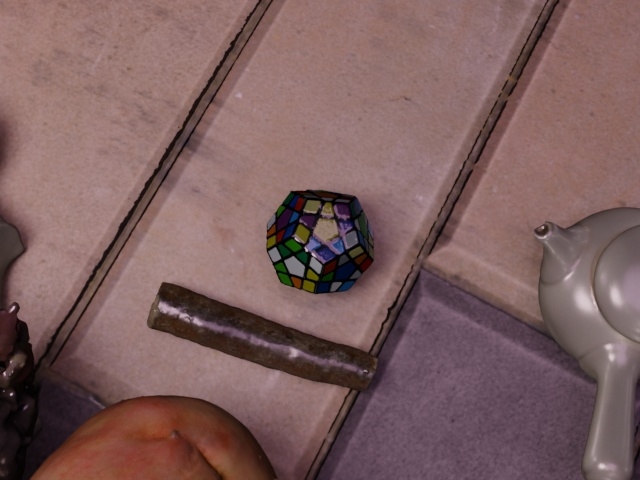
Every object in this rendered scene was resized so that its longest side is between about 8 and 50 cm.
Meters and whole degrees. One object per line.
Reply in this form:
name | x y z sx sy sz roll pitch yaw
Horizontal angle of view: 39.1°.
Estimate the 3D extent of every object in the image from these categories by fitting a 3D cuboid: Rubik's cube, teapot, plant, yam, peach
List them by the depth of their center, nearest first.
plant | -0.362 0.165 0.858 0.178 0.204 0.234 8 86 -16
peach | -0.172 0.281 0.875 0.247 0.292 0.292 23 74 25
teapot | 0.366 0.113 1.043 0.220 0.149 0.318 -8 77 -6
yam | -0.068 0.116 1.051 0.274 0.061 0.061 19 76 -2
Rubik's cube | 0.000 0.000 1.055 0.133 0.133 0.112 -30 53 -11

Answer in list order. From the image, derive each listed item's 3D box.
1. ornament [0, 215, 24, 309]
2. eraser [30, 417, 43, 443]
ornament | -0.412 -0.036 1.026 0.120 0.130 0.285 -16 86 0
eraser | -0.474 0.193 0.978 0.274 0.092 0.210 37 76 2
